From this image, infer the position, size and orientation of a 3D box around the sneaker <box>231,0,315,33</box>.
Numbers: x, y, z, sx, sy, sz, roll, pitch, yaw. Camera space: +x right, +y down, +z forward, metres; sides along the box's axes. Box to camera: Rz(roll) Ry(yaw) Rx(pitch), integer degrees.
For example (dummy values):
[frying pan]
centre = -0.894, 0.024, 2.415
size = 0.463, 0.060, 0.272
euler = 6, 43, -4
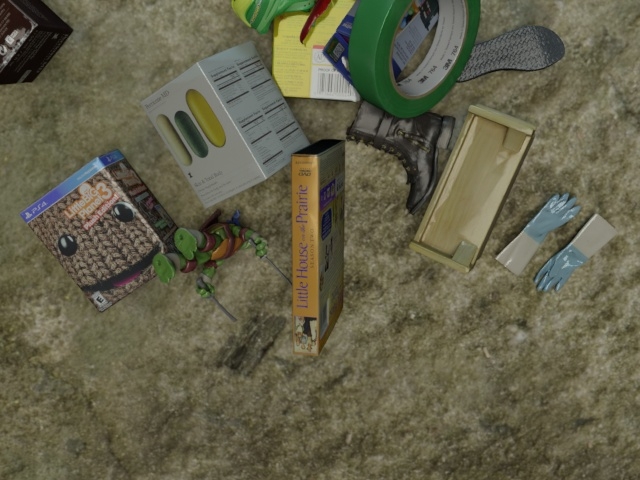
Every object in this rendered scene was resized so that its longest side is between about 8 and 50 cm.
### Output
[sneaker]
centre = -0.044, -0.535, 1.361
size = 0.296, 0.109, 0.123
euler = -37, 125, 2

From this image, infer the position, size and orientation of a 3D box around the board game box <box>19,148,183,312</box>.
[board game box]
centre = -0.492, -0.024, 1.556
size = 0.232, 0.141, 0.291
euler = -34, 102, 9

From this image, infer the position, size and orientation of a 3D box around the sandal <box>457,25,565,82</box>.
[sandal]
centre = 0.408, -0.415, 1.488
size = 0.255, 0.054, 0.097
euler = -7, 97, 13

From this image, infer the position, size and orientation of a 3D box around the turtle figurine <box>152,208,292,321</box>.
[turtle figurine]
centre = -0.215, 0.059, 1.490
size = 0.198, 0.266, 0.274
euler = -6, 88, 35

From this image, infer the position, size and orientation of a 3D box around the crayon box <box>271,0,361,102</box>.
[crayon box]
centre = 0.000, -0.470, 1.461
size = 0.203, 0.081, 0.318
euler = 4, 105, 0

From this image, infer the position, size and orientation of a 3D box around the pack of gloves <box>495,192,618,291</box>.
[pack of gloves]
centre = 0.559, 0.004, 1.603
size = 0.195, 0.046, 0.232
euler = 35, 106, -19

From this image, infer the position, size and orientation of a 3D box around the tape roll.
[tape roll]
centre = 0.195, -0.413, 1.353
size = 0.077, 0.321, 0.321
euler = 35, 107, 36

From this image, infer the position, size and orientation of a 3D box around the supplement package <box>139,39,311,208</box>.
[supplement package]
centre = -0.198, -0.246, 1.428
size = 0.199, 0.198, 0.262
euler = -21, 105, 38

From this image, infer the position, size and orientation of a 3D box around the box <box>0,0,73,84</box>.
[box]
centre = -0.673, -0.448, 1.417
size = 0.167, 0.203, 0.168
euler = 42, 102, -9

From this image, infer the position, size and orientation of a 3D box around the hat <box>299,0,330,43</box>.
[hat]
centre = 0.007, -0.542, 1.299
size = 0.184, 0.208, 0.173
euler = -10, 143, 38

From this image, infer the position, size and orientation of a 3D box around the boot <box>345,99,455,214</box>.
[boot]
centre = 0.167, -0.210, 1.533
size = 0.229, 0.091, 0.262
euler = 18, 100, 2

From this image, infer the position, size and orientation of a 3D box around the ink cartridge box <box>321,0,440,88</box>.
[ink cartridge box]
centre = 0.151, -0.461, 1.386
size = 0.311, 0.065, 0.186
euler = -53, 141, 1

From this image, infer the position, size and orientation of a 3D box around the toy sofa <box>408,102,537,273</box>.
[toy sofa]
centre = 0.348, -0.118, 1.522
size = 0.150, 0.177, 0.362
euler = 25, 105, 15

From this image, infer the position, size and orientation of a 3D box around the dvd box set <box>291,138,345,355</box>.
[dvd box set]
centre = 0.000, 0.000, 1.468
size = 0.062, 0.307, 0.419
euler = 3, 106, 12
